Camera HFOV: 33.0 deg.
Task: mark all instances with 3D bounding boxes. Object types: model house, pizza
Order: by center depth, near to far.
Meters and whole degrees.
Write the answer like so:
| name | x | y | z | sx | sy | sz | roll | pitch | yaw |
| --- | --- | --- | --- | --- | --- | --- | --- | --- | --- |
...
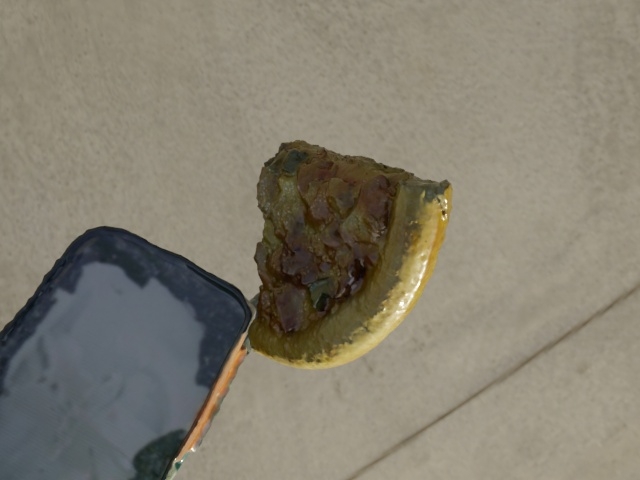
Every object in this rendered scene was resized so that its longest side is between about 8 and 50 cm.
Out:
| name | x | y | z | sx | sy | sz | roll | pitch | yaw |
| --- | --- | --- | --- | --- | --- | --- | --- | --- | --- |
| pizza | 0.000 | 0.000 | 0.879 | 0.058 | 0.197 | 0.292 | -7 | 160 | -37 |
| model house | -0.198 | 0.152 | 1.078 | 0.190 | 0.301 | 0.271 | 27 | 80 | 5 |

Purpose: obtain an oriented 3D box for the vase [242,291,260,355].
| name | x | y | z | sx | sy | sz | roll | pitch | yaw |
| --- | --- | --- | --- | --- | --- | --- | --- | --- | --- |
| vase | -0.059 | 0.072 | 1.417 | 0.167 | 0.059 | 0.059 | -46 | 129 | -8 |
